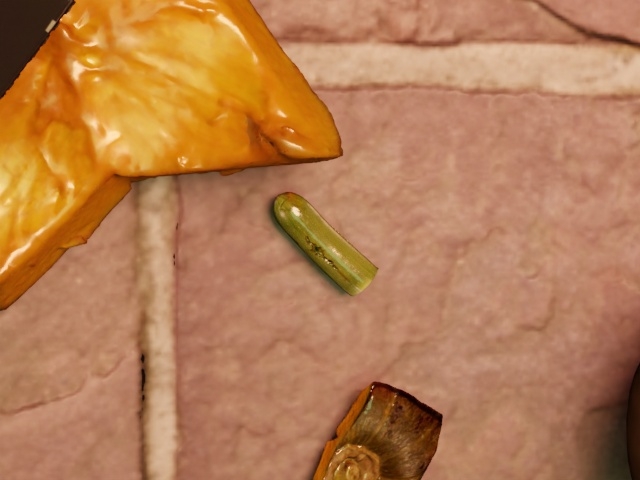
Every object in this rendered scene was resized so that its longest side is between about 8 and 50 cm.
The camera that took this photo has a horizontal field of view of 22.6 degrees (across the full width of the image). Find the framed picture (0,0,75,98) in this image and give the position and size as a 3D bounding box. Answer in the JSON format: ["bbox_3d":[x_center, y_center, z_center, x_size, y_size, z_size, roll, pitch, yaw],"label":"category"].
[{"bbox_3d":[-0.330,-0.159,0.925,0.324,0.013,0.244,41,116,-5],"label":"framed picture"}]

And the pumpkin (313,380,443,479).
[{"bbox_3d":[0.038,0.148,1.094,0.073,0.035,0.101,28,93,-23],"label":"pumpkin"}]

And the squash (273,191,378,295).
[{"bbox_3d":[0.000,0.000,1.060,0.083,0.027,0.027,44,93,-12],"label":"squash"}]

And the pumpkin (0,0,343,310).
[{"bbox_3d":[-0.162,-0.128,0.980,0.258,0.095,0.290,-26,100,4],"label":"pumpkin"}]

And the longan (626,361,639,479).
[{"bbox_3d":[0.364,0.112,1.007,0.350,0.288,0.289,-8,102,-15],"label":"longan"}]
